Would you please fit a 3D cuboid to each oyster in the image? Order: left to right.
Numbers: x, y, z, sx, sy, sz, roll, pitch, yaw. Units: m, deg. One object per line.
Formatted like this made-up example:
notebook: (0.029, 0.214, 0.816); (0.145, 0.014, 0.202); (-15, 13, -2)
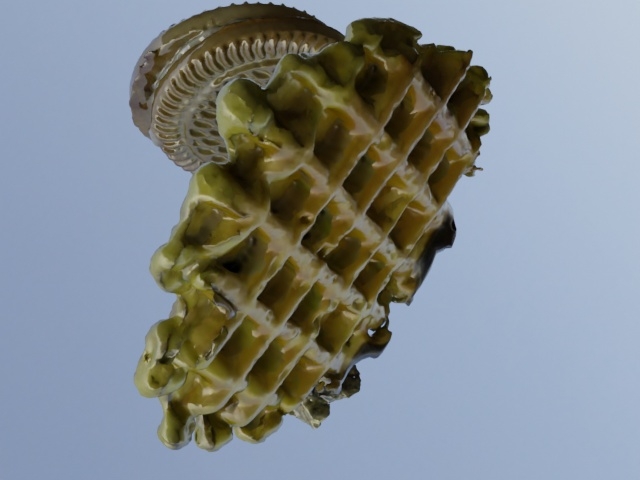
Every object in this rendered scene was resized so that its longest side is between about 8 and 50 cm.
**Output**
oyster: (-0.049, 0.105, 1.135); (0.200, 0.061, 0.106); (26, -108, 11)

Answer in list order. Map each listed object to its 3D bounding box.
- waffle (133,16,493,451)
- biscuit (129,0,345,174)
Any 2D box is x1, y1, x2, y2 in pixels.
waffle: (0.003, 0.002, 0.767); (0.060, 0.311, 0.307); (34, -151, 31)
biscuit: (-0.076, -0.156, 1.228); (0.259, 0.259, 0.079); (14, -132, -36)
